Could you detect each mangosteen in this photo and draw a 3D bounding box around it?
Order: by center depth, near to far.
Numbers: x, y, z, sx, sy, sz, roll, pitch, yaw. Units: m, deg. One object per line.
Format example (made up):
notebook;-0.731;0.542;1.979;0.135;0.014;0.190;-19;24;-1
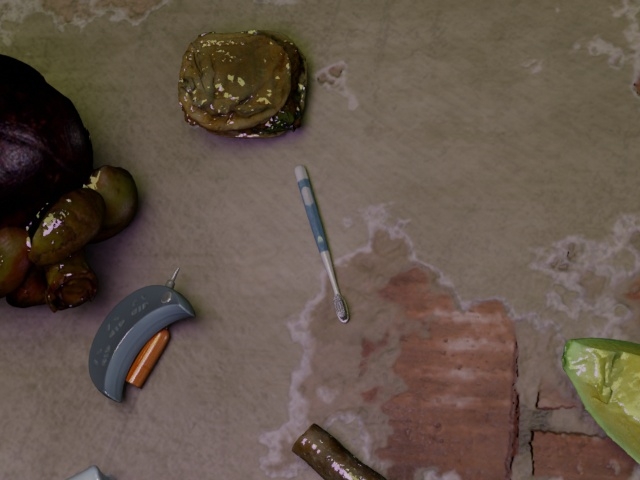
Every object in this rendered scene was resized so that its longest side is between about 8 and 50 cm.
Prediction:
mangosteen;-0.493;-0.094;1.915;0.421;0.381;0.381;19;73;8

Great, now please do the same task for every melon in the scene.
melon;0.474;0.220;1.666;0.323;0.124;0.196;28;76;29

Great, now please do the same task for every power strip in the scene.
power strip;-0.270;0.133;1.908;0.216;0.044;0.137;-51;39;-3

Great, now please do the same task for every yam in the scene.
yam;0.064;0.342;1.754;0.253;0.061;0.061;35;80;25

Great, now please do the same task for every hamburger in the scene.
hamburger;-0.125;-0.247;2.030;0.206;0.130;0.183;1;68;-5

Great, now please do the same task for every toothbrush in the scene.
toothbrush;0.000;0.000;1.933;0.019;0.025;0.276;-20;65;7

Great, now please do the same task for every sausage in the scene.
sausage;-0.260;0.173;1.926;0.031;0.031;0.107;23;74;22

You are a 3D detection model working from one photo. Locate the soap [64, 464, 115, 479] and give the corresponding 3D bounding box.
soap;-0.398;0.455;1.811;0.265;0.087;0.160;-28;65;1
